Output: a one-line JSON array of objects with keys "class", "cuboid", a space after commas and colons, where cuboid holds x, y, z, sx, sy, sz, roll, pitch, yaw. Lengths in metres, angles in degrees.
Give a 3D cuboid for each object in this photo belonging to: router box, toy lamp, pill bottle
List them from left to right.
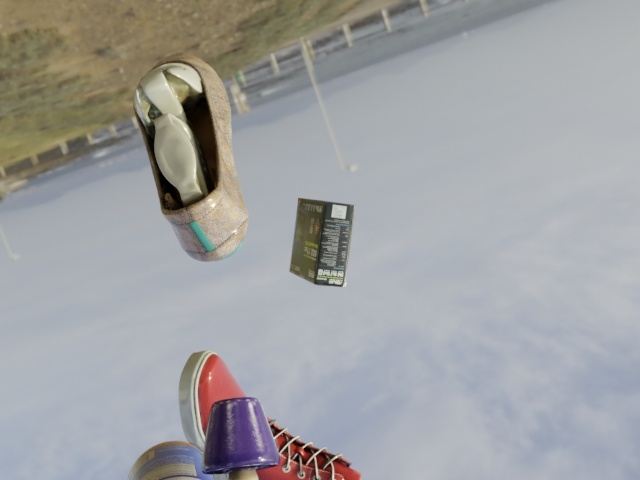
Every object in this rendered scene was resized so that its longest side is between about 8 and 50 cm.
[{"class": "pill bottle", "cuboid": [-0.201, 0.395, 1.246, 0.152, 0.152, 0.272, -21, -171, -10]}, {"class": "toy lamp", "cuboid": [-0.069, 0.287, 0.821, 0.080, 0.275, 0.080, -5, 161, -2]}, {"class": "router box", "cuboid": [0.000, 0.000, 1.003, 0.038, 0.092, 0.122, 6, -177, -16]}]

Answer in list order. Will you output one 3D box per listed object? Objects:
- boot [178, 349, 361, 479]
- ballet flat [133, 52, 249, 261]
[{"class": "boot", "cuboid": [-0.048, 0.218, 0.971, 0.176, 0.244, 0.088, 1, -139, 24]}, {"class": "ballet flat", "cuboid": [-0.150, -0.122, 0.956, 0.107, 0.316, 0.106, -29, 144, 7]}]
